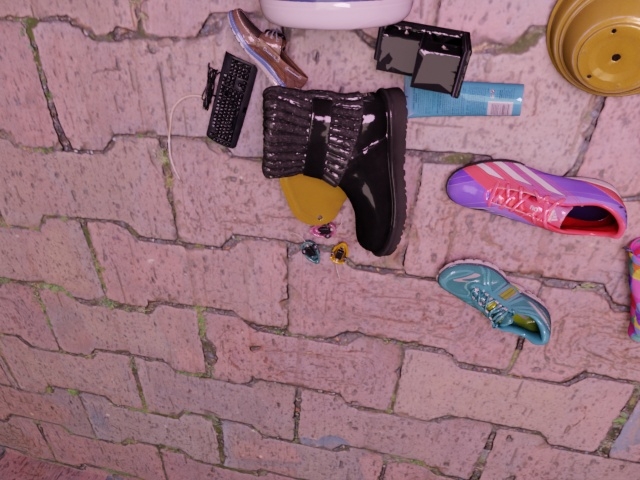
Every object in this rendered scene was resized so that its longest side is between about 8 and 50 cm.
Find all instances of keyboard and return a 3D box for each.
[{"bbox_3d":[-0.199,-0.281,0.954,0.100,0.038,0.192,24,125,0],"label":"keyboard"}]

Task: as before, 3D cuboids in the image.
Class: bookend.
[{"bbox_3d":[0.158,-0.302,0.763,0.157,0.156,0.073,14,125,8],"label":"bookend"}]

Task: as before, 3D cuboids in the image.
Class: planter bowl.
[{"bbox_3d":[0.438,-0.286,0.686,0.217,0.090,0.217,24,146,18],"label":"planter bowl"}]

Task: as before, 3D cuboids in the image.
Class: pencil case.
[{"bbox_3d":[0.656,0.101,0.918,0.104,0.104,0.237,-10,120,22],"label":"pencil case"}]

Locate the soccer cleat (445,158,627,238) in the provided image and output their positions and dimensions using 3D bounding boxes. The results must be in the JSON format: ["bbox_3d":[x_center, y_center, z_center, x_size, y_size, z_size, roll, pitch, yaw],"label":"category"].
[{"bbox_3d":[0.394,-0.073,0.867,0.317,0.116,0.109,11,125,9],"label":"soccer cleat"}]

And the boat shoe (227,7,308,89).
[{"bbox_3d":[-0.092,-0.354,0.864,0.066,0.066,0.183,-29,120,25],"label":"boat shoe"}]

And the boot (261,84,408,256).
[{"bbox_3d":[0.020,-0.119,0.888,0.259,0.131,0.348,-8,113,-11],"label":"boot"}]

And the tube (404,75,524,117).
[{"bbox_3d":[0.251,-0.253,0.837,0.206,0.052,0.080,7,119,18],"label":"tube"}]

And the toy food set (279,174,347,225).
[{"bbox_3d":[-0.024,-0.140,0.984,0.128,0.071,0.218,-21,120,-1],"label":"toy food set"}]

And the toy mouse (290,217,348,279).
[{"bbox_3d":[0.000,0.000,1.082,0.143,0.031,0.161,18,125,4],"label":"toy mouse"}]

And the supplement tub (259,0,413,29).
[{"bbox_3d":[0.021,-0.478,0.640,0.235,0.235,0.325,7,124,12],"label":"supplement tub"}]

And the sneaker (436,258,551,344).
[{"bbox_3d":[0.380,0.131,1.009,0.275,0.110,0.107,27,126,-1],"label":"sneaker"}]
